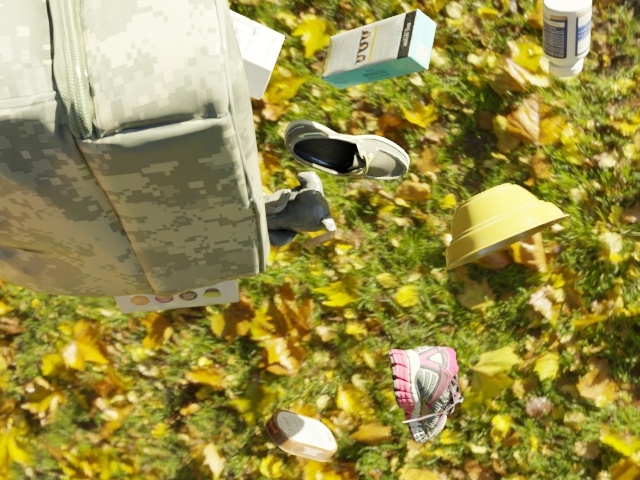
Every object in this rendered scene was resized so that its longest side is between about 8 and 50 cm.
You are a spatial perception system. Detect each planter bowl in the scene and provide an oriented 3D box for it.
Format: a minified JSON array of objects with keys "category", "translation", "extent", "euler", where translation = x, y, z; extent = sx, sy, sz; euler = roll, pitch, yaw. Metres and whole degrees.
[{"category":"planter bowl","translation":[0.287,-0.034,1.088],"extent":[0.217,0.217,0.090],"euler":[-26,80,22]}]

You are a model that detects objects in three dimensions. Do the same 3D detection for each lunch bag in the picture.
[{"category":"lunch bag","translation":[-0.187,-0.085,0.498],"extent":[0.256,0.305,0.212],"euler":[-13,64,-8]}]

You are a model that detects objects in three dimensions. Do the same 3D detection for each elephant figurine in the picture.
[{"category":"elephant figurine","translation":[-0.101,-0.069,1.676],"extent":[0.240,0.186,0.169],"euler":[-16,92,-2]}]

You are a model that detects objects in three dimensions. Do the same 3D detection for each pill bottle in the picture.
[{"category":"pill bottle","translation":[0.364,-0.306,0.976],"extent":[0.067,0.120,0.067],"euler":[-10,47,11]}]

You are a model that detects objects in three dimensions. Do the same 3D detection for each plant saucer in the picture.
[{"category":"plant saucer","translation":[0.000,0.000,1.444],"extent":[0.083,0.083,0.015],"euler":[-26,83,22]}]

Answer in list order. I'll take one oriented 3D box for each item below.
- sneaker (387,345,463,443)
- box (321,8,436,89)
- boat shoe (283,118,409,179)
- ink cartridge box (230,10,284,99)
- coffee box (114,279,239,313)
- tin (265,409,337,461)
[{"category":"sneaker","translation":[0.199,0.281,1.179],"extent":[0.112,0.299,0.120],"euler":[-12,57,9]},{"category":"box","translation":[0.112,-0.379,1.327],"extent":[0.244,0.060,0.100],"euler":[2,76,48]},{"category":"boat shoe","translation":[0.064,-0.190,1.503],"extent":[0.305,0.091,0.109],"euler":[14,120,-14]},{"category":"ink cartridge box","translation":[-0.254,-0.530,1.811],"extent":[0.273,0.198,0.114],"euler":[22,135,-11]},{"category":"coffee box","translation":[-0.411,-0.037,1.821],"extent":[0.338,0.334,0.338],"euler":[-5,52,-2]},{"category":"tin","translation":[-0.039,0.440,1.485],"extent":[0.040,0.190,0.106],"euler":[-49,38,18]}]
